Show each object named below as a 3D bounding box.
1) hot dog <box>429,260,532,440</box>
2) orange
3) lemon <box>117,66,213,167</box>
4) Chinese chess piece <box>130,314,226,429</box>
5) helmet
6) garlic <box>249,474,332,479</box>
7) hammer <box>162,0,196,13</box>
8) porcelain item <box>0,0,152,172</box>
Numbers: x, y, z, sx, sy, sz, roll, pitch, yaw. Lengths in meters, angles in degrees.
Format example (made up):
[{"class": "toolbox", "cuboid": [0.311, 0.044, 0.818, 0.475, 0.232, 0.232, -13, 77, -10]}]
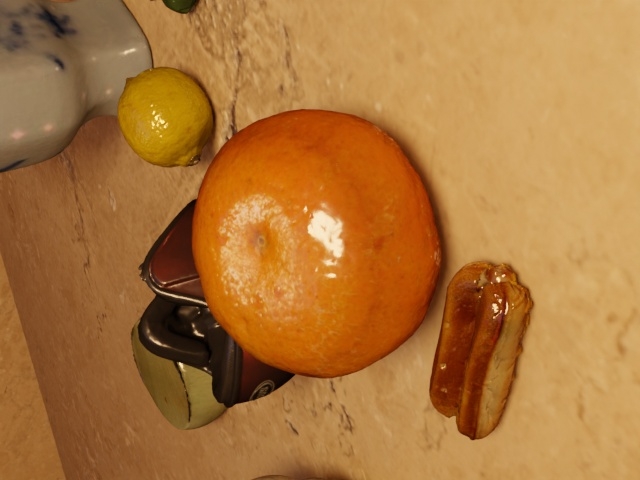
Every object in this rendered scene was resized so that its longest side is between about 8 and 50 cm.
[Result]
[{"class": "hot dog", "cuboid": [0.125, 0.087, 0.686, 0.071, 0.045, 0.165, 45, 141, 41]}, {"class": "orange", "cuboid": [0.000, 0.000, 0.721, 0.224, 0.170, 0.224, 6, 102, 32]}, {"class": "lemon", "cuboid": [-0.180, -0.142, 1.006, 0.133, 0.109, 0.109, 54, 148, 7]}, {"class": "Chinese chess piece", "cuboid": [-0.206, 0.185, 1.273, 0.188, 0.083, 0.189, 32, 133, 44]}, {"class": "helmet", "cuboid": [-0.093, 0.060, 0.887, 0.189, 0.193, 0.216, 116, 140, -59]}, {"class": "garlic", "cuboid": [-0.020, 0.350, 0.958, 0.281, 0.203, 0.185, -28, 52, 25]}, {"class": "hammer", "cuboid": [-0.124, -0.311, 0.827, 0.207, 0.118, 0.335, 70, 157, 6]}, {"class": "porcelain item", "cuboid": [-0.432, -0.201, 1.093, 0.243, 0.405, 0.178, 55, 148, 26]}]
